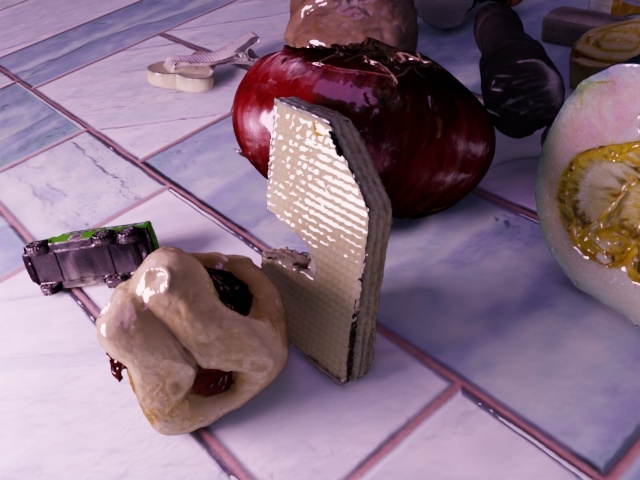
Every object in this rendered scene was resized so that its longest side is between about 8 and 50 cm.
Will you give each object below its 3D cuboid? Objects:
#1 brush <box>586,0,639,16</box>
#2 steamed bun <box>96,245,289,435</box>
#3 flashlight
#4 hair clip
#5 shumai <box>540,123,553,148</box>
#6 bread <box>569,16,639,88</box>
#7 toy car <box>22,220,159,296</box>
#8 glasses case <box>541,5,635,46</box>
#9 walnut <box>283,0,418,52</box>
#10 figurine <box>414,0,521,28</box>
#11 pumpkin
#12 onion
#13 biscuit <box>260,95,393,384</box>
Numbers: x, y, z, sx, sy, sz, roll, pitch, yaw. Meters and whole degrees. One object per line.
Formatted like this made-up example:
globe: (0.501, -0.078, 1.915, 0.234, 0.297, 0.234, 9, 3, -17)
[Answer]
brush: (0.574, -0.404, 1.162, 0.205, 0.011, 0.083, 8, 42, 23)
steamed bun: (-0.126, 0.077, 0.599, 0.172, 0.155, 0.140, -36, 58, -1)
flashlight: (0.265, -0.264, 0.949, 0.103, 0.103, 0.424, -4, 29, 11)
hair clip: (-0.218, -0.331, 1.237, 0.219, 0.071, 0.159, -21, 36, -19)
shumai: (0.313, -0.132, 0.812, 0.105, 0.123, 0.139, 8, 55, 40)
bread: (0.436, -0.268, 0.965, 0.117, 0.064, 0.156, -50, 33, -18)
toy car: (-0.279, 0.019, 0.821, 0.165, 0.071, 0.062, -8, 23, 6)
glasses case: (0.466, -0.338, 1.079, 0.071, 0.047, 0.205, -34, 42, -27)
walnut: (0.050, -0.344, 1.085, 0.224, 0.224, 0.224, -8, 38, 6)
figurine: (0.271, -0.481, 1.246, 0.236, 0.133, 0.176, -23, 51, -21)
pumpkin: (0.369, -0.058, 0.589, 0.197, 0.263, 0.293, -26, 40, -26)
onion: (0.042, -0.117, 0.784, 0.314, 0.232, 0.314, 15, 16, -5)
biscuit: (0.000, 0.000, 0.630, 0.046, 0.249, 0.147, -17, 33, -39)
